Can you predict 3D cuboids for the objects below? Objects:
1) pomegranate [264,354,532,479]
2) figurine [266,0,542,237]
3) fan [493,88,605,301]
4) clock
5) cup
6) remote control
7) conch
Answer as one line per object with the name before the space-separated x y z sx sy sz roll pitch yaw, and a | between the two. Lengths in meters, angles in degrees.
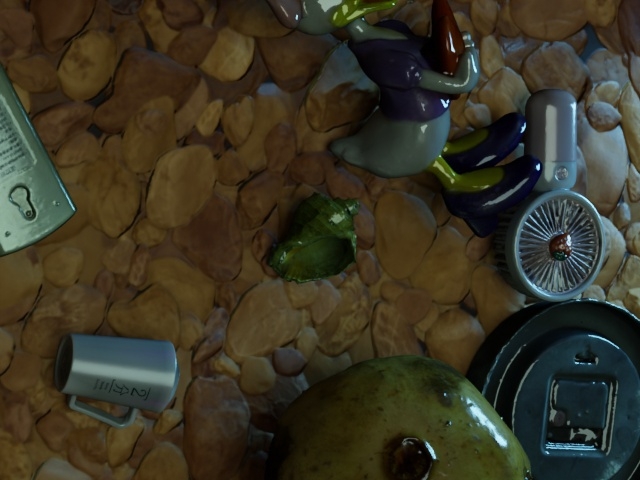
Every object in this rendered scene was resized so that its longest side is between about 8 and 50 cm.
pomegranate | 0.079 0.255 1.818 0.281 0.281 0.281 -3 96 -27
figurine | 0.071 -0.181 1.845 0.193 0.154 0.421 -27 120 13
fan | 0.264 -0.052 1.990 0.130 0.074 0.244 -2 95 -27
clock | 0.290 0.202 2.038 0.280 0.055 0.280 -3 96 -27
cup | -0.213 0.146 1.771 0.116 0.074 0.104 9 119 -24
remote control | -0.330 -0.102 1.698 0.098 0.038 0.233 -33 109 -21
conch | 0.000 0.000 1.856 0.121 0.074 0.089 -43 78 4
